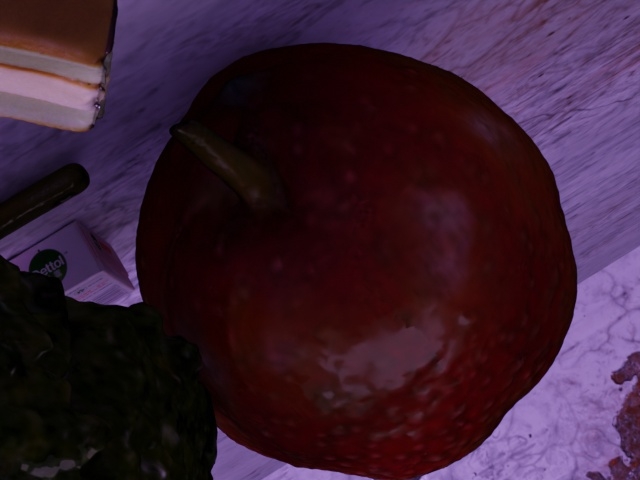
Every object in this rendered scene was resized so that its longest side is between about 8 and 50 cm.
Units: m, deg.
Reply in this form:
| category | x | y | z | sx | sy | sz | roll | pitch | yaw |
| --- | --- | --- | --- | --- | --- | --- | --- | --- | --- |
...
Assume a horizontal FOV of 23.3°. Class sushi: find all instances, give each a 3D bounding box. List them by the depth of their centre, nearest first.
| category | x | y | z | sx | sy | sz | roll | pitch | yaw |
| --- | --- | --- | --- | --- | --- | --- | --- | --- | --- |
| sushi | -0.233 | 0.121 | 0.817 | 0.352 | 0.178 | 0.294 | 1 | 151 | -1 |

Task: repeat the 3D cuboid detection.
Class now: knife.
| category | x | y | z | sx | sy | sz | roll | pitch | yaw |
| --- | --- | --- | --- | --- | --- | --- | --- | --- | --- |
| knife | -0.292 | 0.049 | 0.991 | 0.343 | 0.027 | 0.061 | -31 | 170 | -2 |

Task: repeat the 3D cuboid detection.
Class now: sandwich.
| category | x | y | z | sx | sy | sz | roll | pitch | yaw |
| --- | --- | --- | --- | --- | --- | --- | --- | --- | --- |
| sandwich | -0.169 | -0.124 | 0.688 | 0.163 | 0.113 | 0.079 | 8 | 156 | -10 |

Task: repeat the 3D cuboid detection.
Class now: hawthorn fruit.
| category | x | y | z | sx | sy | sz | roll | pitch | yaw |
| --- | --- | --- | --- | --- | --- | --- | --- | --- | --- |
| hawthorn fruit | 0.000 | 0.000 | 0.969 | 0.285 | 0.284 | 0.369 | -35 | 153 | 13 |

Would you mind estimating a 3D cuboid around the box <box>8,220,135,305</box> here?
| category | x | y | z | sx | sy | sz | roll | pitch | yaw |
| --- | --- | --- | --- | --- | --- | --- | --- | --- | --- |
| box | -0.204 | 0.043 | 1.109 | 0.125 | 0.043 | 0.089 | -31 | 166 | 0 |
